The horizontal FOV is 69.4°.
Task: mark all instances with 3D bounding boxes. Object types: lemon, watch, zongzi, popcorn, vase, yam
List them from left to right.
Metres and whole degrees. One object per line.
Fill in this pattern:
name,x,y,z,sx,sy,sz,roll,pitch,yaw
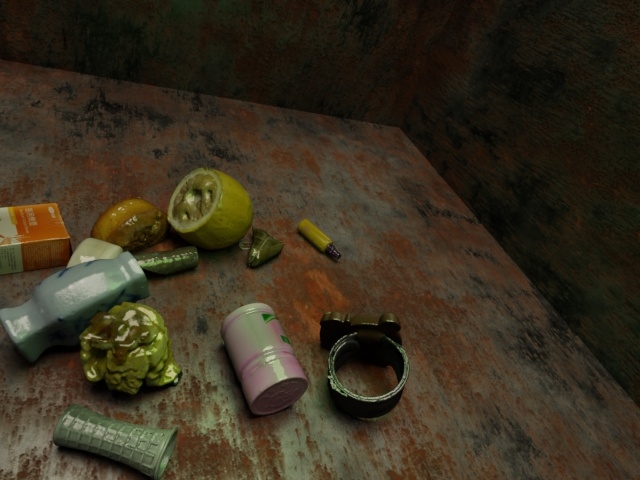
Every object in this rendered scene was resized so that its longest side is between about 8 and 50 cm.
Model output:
vase,-0.561,0.544,1.267,0.298,0.143,0.143,18,36,-1
popcorn,-0.595,0.336,1.428,0.293,0.237,0.293,6,57,-10
yam,-0.618,0.086,1.861,0.259,0.106,0.106,-12,47,-37
lemon,-0.460,-0.120,2.035,0.364,0.364,0.364,14,36,-11
zongzi,-0.304,0.018,2.112,0.204,0.094,0.205,40,40,17
watch,0.142,0.456,1.670,0.335,0.314,0.327,8,46,5

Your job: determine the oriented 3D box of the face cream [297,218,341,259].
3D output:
face cream,0.000,0.000,2.313,0.273,0.078,0.078,41,40,26

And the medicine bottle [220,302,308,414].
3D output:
medicine bottle,-0.197,0.396,1.578,0.212,0.212,0.325,-4,42,-32

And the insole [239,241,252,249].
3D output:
insole,-0.294,0.022,2.194,0.193,0.006,0.065,-1,41,-29

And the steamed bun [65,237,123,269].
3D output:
steamed bun,-0.825,0.095,1.688,0.146,0.164,0.242,17,36,-9

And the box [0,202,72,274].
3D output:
box,-1.117,-0.005,1.690,0.341,0.143,0.225,-9,46,-38

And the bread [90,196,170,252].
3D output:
bread,-0.776,-0.074,1.922,0.194,0.179,0.340,36,37,20

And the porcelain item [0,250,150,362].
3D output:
porcelain item,-0.766,0.197,1.472,0.405,0.243,0.178,-32,63,-30
